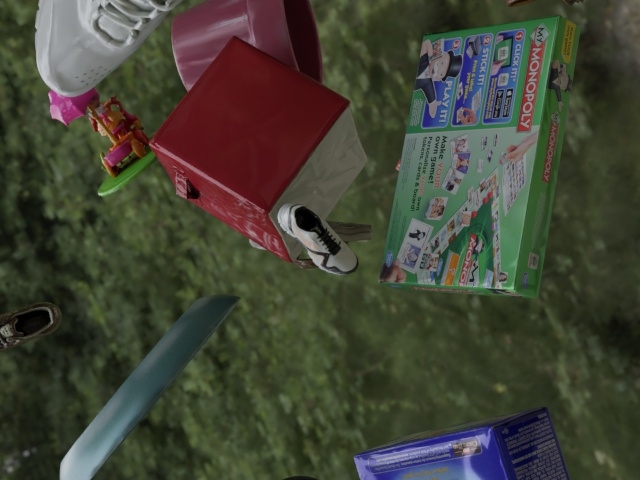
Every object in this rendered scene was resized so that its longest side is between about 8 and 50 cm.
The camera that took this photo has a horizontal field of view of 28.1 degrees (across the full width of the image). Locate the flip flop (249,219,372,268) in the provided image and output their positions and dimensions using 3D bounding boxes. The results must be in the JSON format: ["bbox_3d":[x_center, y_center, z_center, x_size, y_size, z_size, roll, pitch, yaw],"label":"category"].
[{"bbox_3d":[-0.009,0.007,2.123,0.277,0.112,0.080,-2,-78,-57],"label":"flip flop"}]

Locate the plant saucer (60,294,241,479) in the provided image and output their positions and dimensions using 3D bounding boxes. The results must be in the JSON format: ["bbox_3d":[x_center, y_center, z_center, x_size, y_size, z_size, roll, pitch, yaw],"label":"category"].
[{"bbox_3d":[-0.210,0.178,1.525,0.043,0.317,0.317,40,-174,-1],"label":"plant saucer"}]

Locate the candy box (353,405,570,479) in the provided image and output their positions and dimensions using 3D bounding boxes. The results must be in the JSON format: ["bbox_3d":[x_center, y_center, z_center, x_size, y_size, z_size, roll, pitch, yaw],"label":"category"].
[{"bbox_3d":[0.206,0.392,1.615,0.122,0.268,0.317,-11,-97,-41],"label":"candy box"}]

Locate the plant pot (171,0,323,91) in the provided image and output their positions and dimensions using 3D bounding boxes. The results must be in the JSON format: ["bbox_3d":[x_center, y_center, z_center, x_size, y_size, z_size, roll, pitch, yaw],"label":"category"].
[{"bbox_3d":[-0.109,-0.284,1.851,0.201,0.180,0.201,-10,-90,-77],"label":"plant pot"}]

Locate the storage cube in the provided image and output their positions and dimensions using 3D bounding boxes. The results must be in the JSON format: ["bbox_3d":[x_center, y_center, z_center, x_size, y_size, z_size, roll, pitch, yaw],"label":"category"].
[{"bbox_3d":[-0.076,-0.115,1.691,0.193,0.215,0.184,31,166,19],"label":"storage cube"}]

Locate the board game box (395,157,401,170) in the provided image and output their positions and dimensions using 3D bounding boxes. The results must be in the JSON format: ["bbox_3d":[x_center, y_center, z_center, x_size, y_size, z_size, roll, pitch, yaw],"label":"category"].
[{"bbox_3d":[0.289,-0.105,2.499,0.281,0.027,0.145,4,-153,-45],"label":"board game box"}]

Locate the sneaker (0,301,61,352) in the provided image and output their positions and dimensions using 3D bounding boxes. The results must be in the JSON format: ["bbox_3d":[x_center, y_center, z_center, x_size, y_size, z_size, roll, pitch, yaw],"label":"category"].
[{"bbox_3d":[-0.483,0.136,1.930,0.066,0.188,0.071,65,164,5],"label":"sneaker"}]

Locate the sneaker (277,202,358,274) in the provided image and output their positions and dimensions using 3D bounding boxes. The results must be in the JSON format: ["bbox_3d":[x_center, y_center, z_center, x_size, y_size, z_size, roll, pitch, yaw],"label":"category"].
[{"bbox_3d":[0.000,0.000,1.414,0.109,0.040,0.044,39,164,-13],"label":"sneaker"}]

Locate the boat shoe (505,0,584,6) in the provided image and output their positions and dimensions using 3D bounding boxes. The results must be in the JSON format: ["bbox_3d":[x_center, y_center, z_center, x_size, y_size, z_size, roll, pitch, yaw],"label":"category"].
[{"bbox_3d":[0.285,-0.291,1.420,0.064,0.178,0.060,9,-97,-61],"label":"boat shoe"}]

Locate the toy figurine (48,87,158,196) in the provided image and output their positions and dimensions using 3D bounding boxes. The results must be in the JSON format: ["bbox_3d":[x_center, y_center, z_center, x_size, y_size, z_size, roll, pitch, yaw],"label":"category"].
[{"bbox_3d":[-0.294,-0.168,1.728,0.159,0.130,0.173,52,-166,-17],"label":"toy figurine"}]

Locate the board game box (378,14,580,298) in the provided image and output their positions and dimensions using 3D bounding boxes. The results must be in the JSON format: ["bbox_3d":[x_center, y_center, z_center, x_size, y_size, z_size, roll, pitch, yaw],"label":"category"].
[{"bbox_3d":[0.183,-0.095,1.495,0.046,0.213,0.317,18,-101,-41],"label":"board game box"}]

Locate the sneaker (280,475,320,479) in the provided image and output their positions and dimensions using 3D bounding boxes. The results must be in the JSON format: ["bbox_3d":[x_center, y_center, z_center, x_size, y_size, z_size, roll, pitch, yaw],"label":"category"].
[{"bbox_3d":[-0.058,0.369,1.367,0.296,0.104,0.147,-63,-7,-53],"label":"sneaker"}]

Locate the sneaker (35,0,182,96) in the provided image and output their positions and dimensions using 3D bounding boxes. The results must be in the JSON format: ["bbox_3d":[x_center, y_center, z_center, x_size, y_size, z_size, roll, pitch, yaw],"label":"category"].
[{"bbox_3d":[-0.175,-0.252,1.208,0.111,0.297,0.129,29,-158,-28],"label":"sneaker"}]
